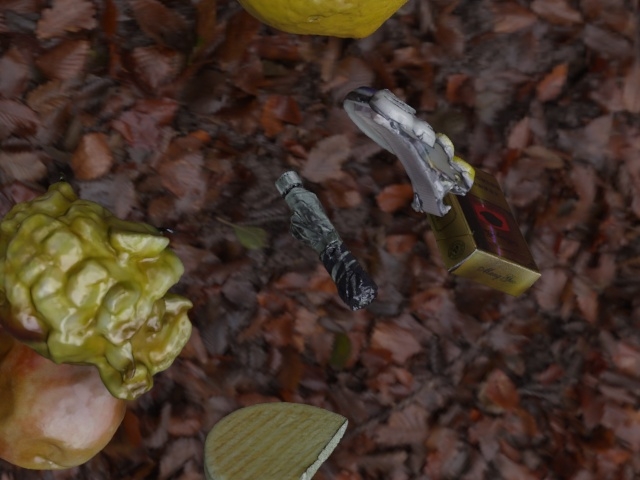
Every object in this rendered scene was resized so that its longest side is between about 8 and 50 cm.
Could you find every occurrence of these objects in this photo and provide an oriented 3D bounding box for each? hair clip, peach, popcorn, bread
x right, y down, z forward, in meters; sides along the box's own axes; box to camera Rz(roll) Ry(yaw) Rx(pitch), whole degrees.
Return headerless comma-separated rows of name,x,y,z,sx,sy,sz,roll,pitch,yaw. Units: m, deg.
hair clip,0.071,-0.083,0.933,0.049,0.116,0.172,-55,131,-10
peach,-0.353,0.205,1.451,0.214,0.235,0.214,11,76,-51
popcorn,-0.219,0.045,1.044,0.169,0.189,0.218,-62,154,-9
bread,-0.058,0.211,1.047,0.112,0.193,0.036,20,116,15

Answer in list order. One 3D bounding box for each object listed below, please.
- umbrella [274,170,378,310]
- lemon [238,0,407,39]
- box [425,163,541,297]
umbrella,0.000,0.000,1.227,0.050,0.188,0.046,-33,157,-3
lemon,0.001,-0.368,1.214,0.293,0.293,0.293,-5,104,-23
box,0.253,-0.030,1.765,0.159,0.240,0.071,23,125,-33
